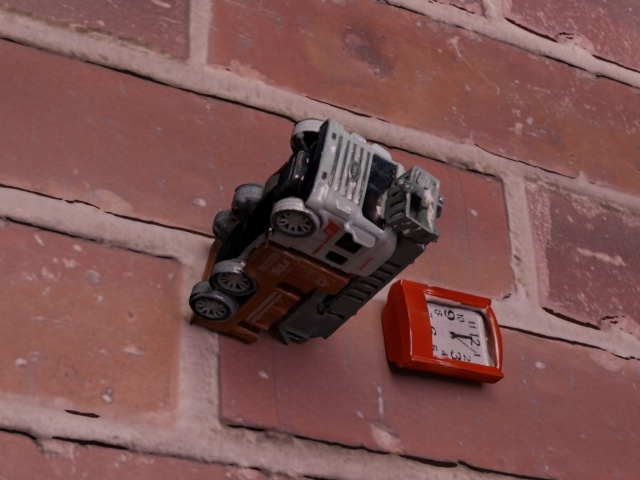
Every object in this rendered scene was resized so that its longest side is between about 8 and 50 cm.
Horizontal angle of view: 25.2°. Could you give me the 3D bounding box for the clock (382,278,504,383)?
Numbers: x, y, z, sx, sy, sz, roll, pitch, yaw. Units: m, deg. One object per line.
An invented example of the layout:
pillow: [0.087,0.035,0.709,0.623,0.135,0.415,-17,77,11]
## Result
clock: [0.154,0.120,1.785,0.155,0.061,0.113,13,57,-30]

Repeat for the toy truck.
toy truck: [0.000,0.000,1.570,0.184,0.338,0.133,26,51,-18]
